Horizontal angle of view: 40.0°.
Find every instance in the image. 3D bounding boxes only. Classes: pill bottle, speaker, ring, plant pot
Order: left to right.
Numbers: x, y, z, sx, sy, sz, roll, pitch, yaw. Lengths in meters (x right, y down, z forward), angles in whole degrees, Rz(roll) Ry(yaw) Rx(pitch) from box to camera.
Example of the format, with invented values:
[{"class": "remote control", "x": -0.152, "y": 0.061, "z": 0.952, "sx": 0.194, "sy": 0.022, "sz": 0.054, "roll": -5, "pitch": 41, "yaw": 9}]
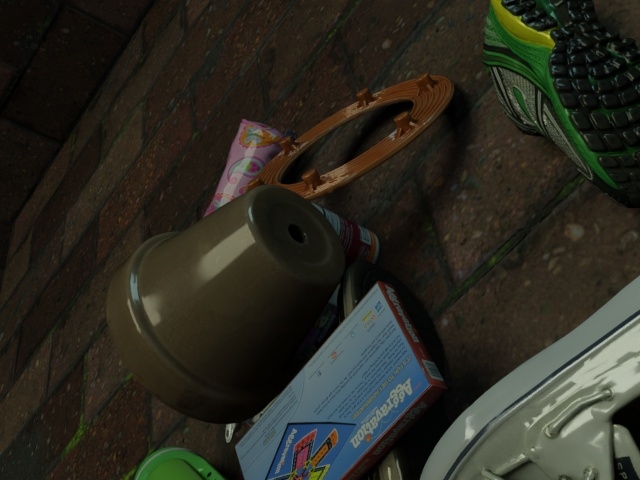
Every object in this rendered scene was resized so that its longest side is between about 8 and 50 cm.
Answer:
[{"class": "speaker", "x": -0.167, "y": 0.388, "z": 1.226, "sx": 0.296, "sy": 0.131, "sz": 0.131, "roll": 16, "pitch": 82, "yaw": 61}, {"class": "plant pot", "x": -0.096, "y": 0.058, "z": 1.078, "sx": 0.229, "sy": 0.263, "sz": 0.263, "roll": -43, "pitch": 36, "yaw": 33}, {"class": "pill bottle", "x": 0.000, "y": 0.000, "z": 1.219, "sx": 0.086, "sy": 0.152, "sz": 0.086, "roll": -39, "pitch": 38, "yaw": 39}, {"class": "ring", "x": 0.031, "y": -0.146, "z": 1.233, "sx": 0.337, "sy": 0.032, "sz": 0.336, "roll": -29, "pitch": 20, "yaw": 12}]

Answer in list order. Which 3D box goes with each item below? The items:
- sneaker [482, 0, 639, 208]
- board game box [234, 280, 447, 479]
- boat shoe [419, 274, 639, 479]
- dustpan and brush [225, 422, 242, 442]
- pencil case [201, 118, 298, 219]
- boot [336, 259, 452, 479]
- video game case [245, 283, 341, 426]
[{"class": "sneaker", "x": 0.277, "y": -0.155, "z": 0.948, "sx": 0.146, "sy": 0.134, "sz": 0.343, "roll": 92, "pitch": 166, "yaw": -46}, {"class": "board game box", "x": 0.010, "y": 0.190, "z": 0.927, "sx": 0.281, "sy": 0.027, "sz": 0.145, "roll": -51, "pitch": 40, "yaw": 24}, {"class": "boat shoe", "x": 0.240, "y": 0.175, "z": 0.731, "sx": 0.367, "sy": 0.136, "sz": 0.156, "roll": -43, "pitch": 37, "yaw": 17}, {"class": "dustpan and brush", "x": -0.105, "y": 0.208, "z": 1.326, "sx": 0.147, "sy": 0.060, "sz": 0.211, "roll": -31, "pitch": 44, "yaw": 45}, {"class": "pencil case", "x": -0.134, "y": -0.068, "z": 1.525, "sx": 0.124, "sy": 0.124, "sz": 0.284, "roll": 24, "pitch": 89, "yaw": 61}, {"class": "boot", "x": 0.021, "y": 0.233, "z": 1.034, "sx": 0.284, "sy": 0.138, "sz": 0.377, "roll": -46, "pitch": 40, "yaw": 31}, {"class": "video game case", "x": -0.060, "y": 0.151, "z": 1.254, "sx": 0.210, "sy": 0.042, "sz": 0.232, "roll": 17, "pitch": 72, "yaw": 53}]
